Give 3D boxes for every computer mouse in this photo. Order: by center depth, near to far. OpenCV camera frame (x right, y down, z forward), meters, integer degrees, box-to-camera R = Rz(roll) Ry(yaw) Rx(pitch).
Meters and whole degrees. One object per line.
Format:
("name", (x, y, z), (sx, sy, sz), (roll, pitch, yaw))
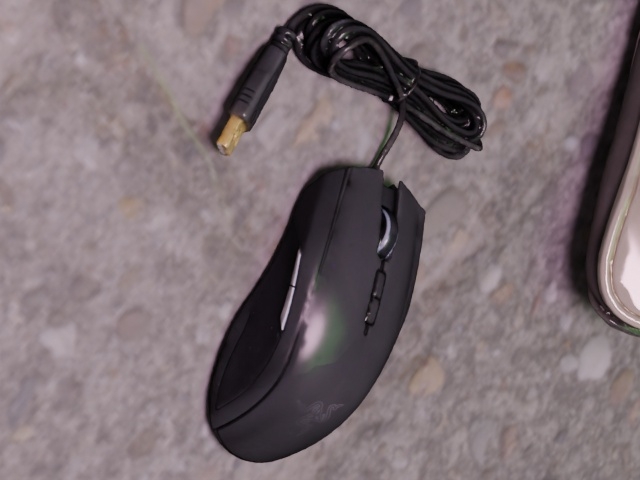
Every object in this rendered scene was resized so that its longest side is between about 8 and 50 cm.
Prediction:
("computer mouse", (0.000, 0.000, 0.967), (0.184, 0.060, 0.262), (35, 82, -42))

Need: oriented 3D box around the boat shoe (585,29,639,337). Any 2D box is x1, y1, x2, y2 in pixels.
("boat shoe", (0.248, -0.099, 1.132), (0.112, 0.095, 0.335), (20, 89, -6))
